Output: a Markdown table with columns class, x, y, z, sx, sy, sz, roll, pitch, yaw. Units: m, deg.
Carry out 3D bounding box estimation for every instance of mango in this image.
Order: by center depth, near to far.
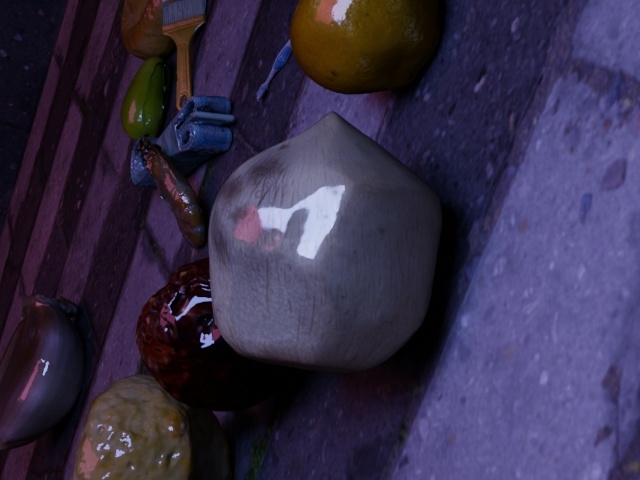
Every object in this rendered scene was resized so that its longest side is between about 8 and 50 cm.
| class | x | y | z | sx | sy | sz | roll | pitch | yaw |
| --- | --- | --- | --- | --- | --- | --- | --- | --- | --- |
| mango | -0.300 | -0.244 | 1.869 | 0.091 | 0.074 | 0.165 | 143 | 135 | -58 |

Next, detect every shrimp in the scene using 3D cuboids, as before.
| class | x | y | z | sx | sy | sz | roll | pitch | yaw |
| --- | --- | --- | --- | --- | --- | --- | --- | --- | --- |
| shrimp | -0.213 | -0.070 | 1.540 | 0.190 | 0.042 | 0.101 | 58 | 155 | 19 |

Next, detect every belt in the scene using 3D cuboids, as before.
| class | x | y | z | sx | sy | sz | roll | pitch | yaw |
| --- | --- | --- | --- | --- | --- | --- | --- | --- | --- |
| belt | -0.210 | -0.143 | 1.616 | 0.302 | 0.072 | 0.087 | -23 | 63 | 60 |

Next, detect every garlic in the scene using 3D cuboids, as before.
| class | x | y | z | sx | sy | sz | roll | pitch | yaw |
| --- | --- | --- | --- | --- | --- | --- | --- | --- | --- |
| garlic | -0.526 | 0.248 | 2.030 | 0.279 | 0.132 | 0.325 | -18 | 58 | 63 |

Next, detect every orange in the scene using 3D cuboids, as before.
| class | x | y | z | sx | sy | sz | roll | pitch | yaw |
| --- | --- | --- | --- | --- | --- | --- | --- | --- | --- |
| orange | 0.044 | -0.209 | 1.042 | 0.155 | 0.134 | 0.155 | -53 | 11 | 15 |

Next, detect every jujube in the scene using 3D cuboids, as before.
| class | x | y | z | sx | sy | sz | roll | pitch | yaw |
| --- | --- | --- | --- | --- | --- | --- | --- | --- | --- |
| jujube | -0.105 | 0.093 | 1.101 | 0.236 | 0.168 | 0.168 | 83 | -165 | -78 |

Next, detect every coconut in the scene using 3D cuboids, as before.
| class | x | y | z | sx | sy | sz | roll | pitch | yaw |
| --- | --- | --- | --- | --- | --- | --- | --- | --- | --- |
| coconut | 0.000 | 0.000 | 0.933 | 0.224 | 0.224 | 0.224 | -43 | 40 | 51 |

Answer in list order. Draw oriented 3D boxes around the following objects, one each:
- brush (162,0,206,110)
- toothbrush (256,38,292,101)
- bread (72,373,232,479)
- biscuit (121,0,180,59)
| class | x | y | z | sx | sy | sz | roll | pitch | yaw |
| --- | --- | --- | --- | --- | --- | --- | --- | --- | --- |
| brush | -0.221 | -0.301 | 1.765 | 0.083 | 0.011 | 0.205 | -10 | 70 | 22 |
| toothbrush | -0.045 | -0.237 | 1.382 | 0.162 | 0.014 | 0.017 | -55 | 17 | 39 |
| bread | -0.173 | 0.260 | 1.197 | 0.244 | 0.134 | 0.245 | -6 | -90 | -78 |
| biscuit | -0.291 | -0.425 | 1.930 | 0.274 | 0.091 | 0.213 | 4 | 79 | 64 |
